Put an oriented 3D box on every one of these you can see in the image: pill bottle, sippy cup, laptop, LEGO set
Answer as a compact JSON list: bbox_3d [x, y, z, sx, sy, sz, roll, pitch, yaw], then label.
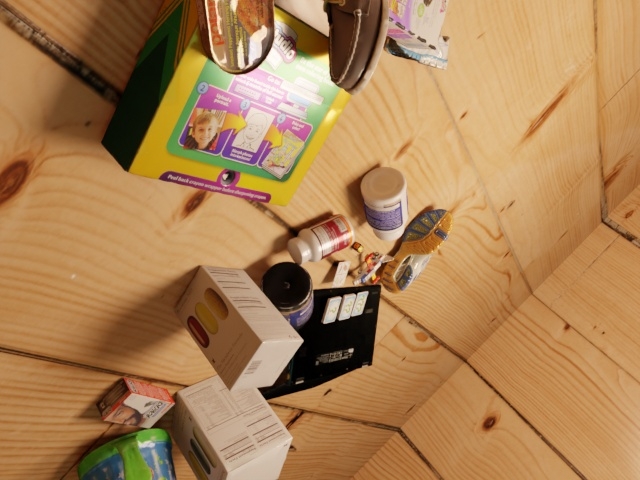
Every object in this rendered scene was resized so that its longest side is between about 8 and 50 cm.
[{"bbox_3d":[-0.078,0.146,1.435,0.122,0.123,0.219,-35,159,-15],"label":"pill bottle"},{"bbox_3d":[0.000,0.000,1.407,0.152,0.086,0.086,-25,143,-27],"label":"pill bottle"},{"bbox_3d":[-0.448,0.619,1.436,0.240,0.224,0.305,-33,151,4],"label":"sippy cup"},{"bbox_3d":[-0.038,0.322,1.792,0.381,0.236,0.408,1,98,-49],"label":"laptop"},{"bbox_3d":[0.108,0.120,1.652,0.182,0.060,0.245,-4,115,-48],"label":"LEGO set"},{"bbox_3d":[0.164,-0.084,1.470,0.112,0.112,0.187,-35,146,-14],"label":"pill bottle"}]

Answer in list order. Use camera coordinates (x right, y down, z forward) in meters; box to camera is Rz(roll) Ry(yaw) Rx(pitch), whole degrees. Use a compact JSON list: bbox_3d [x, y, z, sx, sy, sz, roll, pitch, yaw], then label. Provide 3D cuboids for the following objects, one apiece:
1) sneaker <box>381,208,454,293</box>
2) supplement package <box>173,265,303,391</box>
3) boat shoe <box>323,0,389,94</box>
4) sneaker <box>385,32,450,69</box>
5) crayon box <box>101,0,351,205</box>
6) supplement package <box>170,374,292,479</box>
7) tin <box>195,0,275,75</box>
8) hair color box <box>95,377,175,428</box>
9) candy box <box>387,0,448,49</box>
[{"bbox_3d":[0.291,0.026,1.768,0.296,0.112,0.131,-52,164,14],"label":"sneaker"},{"bbox_3d":[-0.181,0.183,1.264,0.133,0.244,0.139,10,118,-53],"label":"supplement package"},{"bbox_3d":[0.049,-0.395,0.911,0.096,0.116,0.325,8,93,-32],"label":"boat shoe"},{"bbox_3d":[0.203,-0.408,1.206,0.190,0.071,0.083,-7,119,-48],"label":"sneaker"},{"bbox_3d":[-0.127,-0.235,0.981,0.362,0.106,0.313,9,117,-52],"label":"crayon box"},{"bbox_3d":[-0.242,0.518,1.555,0.198,0.262,0.199,-16,138,-37],"label":"supplement package"},{"bbox_3d":[-0.115,-0.317,0.787,0.106,0.040,0.190,-30,141,-30],"label":"tin"},{"bbox_3d":[-0.435,0.388,1.391,0.093,0.053,0.167,-44,147,1],"label":"hair color box"},{"bbox_3d":[0.152,-0.448,1.037,0.196,0.070,0.165,6,100,-51],"label":"candy box"}]
